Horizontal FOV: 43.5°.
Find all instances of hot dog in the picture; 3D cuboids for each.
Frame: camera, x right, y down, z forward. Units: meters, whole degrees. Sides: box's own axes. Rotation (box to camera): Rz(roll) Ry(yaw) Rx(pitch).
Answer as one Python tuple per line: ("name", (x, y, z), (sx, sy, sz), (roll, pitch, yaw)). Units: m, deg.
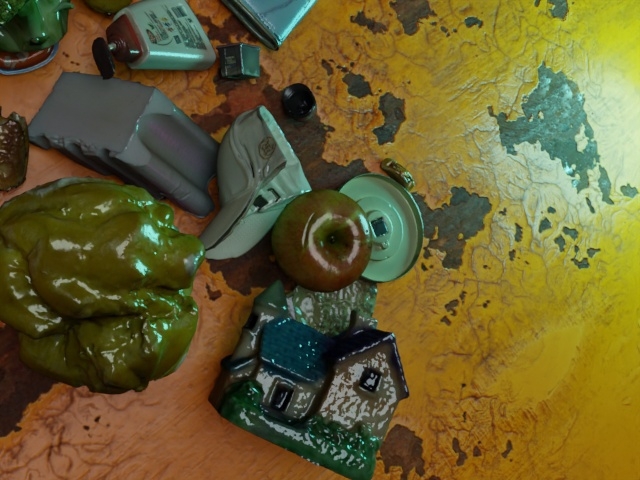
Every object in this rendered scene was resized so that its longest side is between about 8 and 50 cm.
("hot dog", (0.171, -0.143, 1.727), (0.090, 0.034, 0.030), (44, 70, -15))

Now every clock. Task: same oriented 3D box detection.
("clock", (0.117, -0.027, 1.679), (0.235, 0.029, 0.235), (6, 78, -29))

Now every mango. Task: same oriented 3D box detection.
("mango", (-0.387, -0.498, 1.499), (0.103, 0.076, 0.161), (23, 68, -14))

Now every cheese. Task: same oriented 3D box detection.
("cheese", (-0.570, -0.324, 1.418), (0.256, 0.037, 0.106), (-41, 100, -23))

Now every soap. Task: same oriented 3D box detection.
("soap", (-0.348, -0.175, 1.499), (0.302, 0.257, 0.159), (46, 60, -61))

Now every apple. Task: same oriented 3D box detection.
("apple", (0.000, 0.000, 1.520), (0.196, 0.196, 0.196), (3, 84, -23))

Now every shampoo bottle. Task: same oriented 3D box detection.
("shampoo bottle", (-0.313, -0.357, 1.446), (0.153, 0.071, 0.284), (61, 35, -6))

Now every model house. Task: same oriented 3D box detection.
("model house", (-0.011, 0.241, 1.477), (0.312, 0.245, 0.280), (27, 81, -11))

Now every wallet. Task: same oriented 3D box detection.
("wallet", (-0.079, -0.534, 1.636), (0.176, 0.075, 0.250), (43, 69, -18))

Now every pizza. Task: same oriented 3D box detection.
("pizza", (-0.607, -0.144, 1.372), (0.226, 0.069, 0.147), (-19, 116, -19))

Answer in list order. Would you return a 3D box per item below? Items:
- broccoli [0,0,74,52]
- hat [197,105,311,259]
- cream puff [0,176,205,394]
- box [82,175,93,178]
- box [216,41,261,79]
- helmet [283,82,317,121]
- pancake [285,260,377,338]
("broccoli", (-0.531, -0.457, 1.293), (0.321, 0.413, 0.310), (14, 121, -12))
("hat", (-0.156, -0.098, 1.512), (0.168, 0.258, 0.301), (41, 89, 14))
("cream puff", (-0.337, 0.090, 1.213), (0.378, 0.378, 0.276), (10, 60, -23))
("box", (-0.399, 0.032, 1.430), (0.215, 0.086, 0.215), (40, 71, -16))
("box", (-0.157, -0.351, 1.575), (0.084, 0.060, 0.063), (-16, 100, -66))
("helmet", (-0.038, -0.276, 1.641), (0.065, 0.049, 0.084), (-23, 66, 10))
("pancake", (0.022, 0.104, 1.639), (0.212, 0.029, 0.235), (33, 72, -18))
